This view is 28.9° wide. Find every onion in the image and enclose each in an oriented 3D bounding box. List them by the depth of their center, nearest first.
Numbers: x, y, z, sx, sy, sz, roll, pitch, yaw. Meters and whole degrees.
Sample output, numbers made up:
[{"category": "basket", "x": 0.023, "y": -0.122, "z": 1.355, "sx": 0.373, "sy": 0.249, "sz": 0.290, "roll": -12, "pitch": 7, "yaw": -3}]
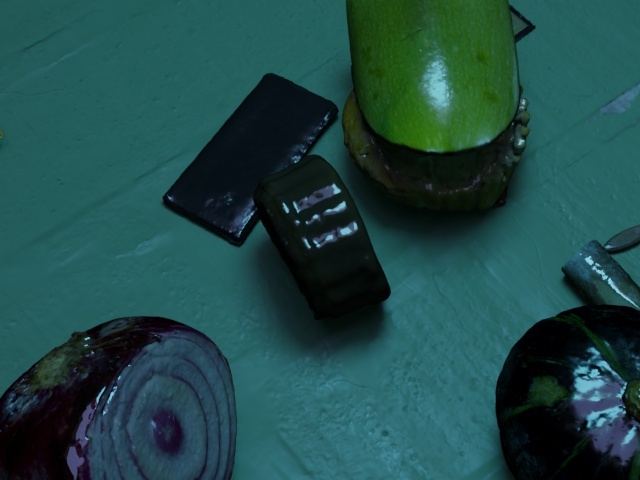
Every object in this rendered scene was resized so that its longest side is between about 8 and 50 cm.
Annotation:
[{"category": "onion", "x": -0.268, "y": 0.254, "z": 1.507, "sx": 0.260, "sy": 0.282, "sz": 0.337, "roll": -11, "pitch": 38, "yaw": 36}]

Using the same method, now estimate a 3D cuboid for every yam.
[{"category": "yam", "x": 0.401, "y": 0.076, "z": 1.685, "sx": 0.068, "sy": 0.068, "sz": 0.169, "roll": -31, "pitch": 61, "yaw": -14}]

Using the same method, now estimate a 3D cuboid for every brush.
[{"category": "brush", "x": 0.483, "y": -0.027, "z": 1.768, "sx": 0.196, "sy": 0.021, "sz": 0.070, "roll": -25, "pitch": 59, "yaw": -11}]

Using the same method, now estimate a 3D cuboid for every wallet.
[{"category": "wallet", "x": -0.101, "y": -0.131, "z": 1.862, "sx": 0.146, "sy": 0.030, "sz": 0.285, "roll": 26, "pitch": 65, "yaw": 22}]

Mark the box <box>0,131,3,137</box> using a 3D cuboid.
[{"category": "box", "x": -0.615, "y": -0.138, "z": 1.894, "sx": 0.247, "sy": 0.033, "sz": 0.129, "roll": -27, "pitch": 60, "yaw": -12}]

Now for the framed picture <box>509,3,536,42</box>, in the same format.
[{"category": "framed picture", "x": 0.210, "y": -0.348, "z": 1.985, "sx": 0.199, "sy": 0.010, "sz": 0.195, "roll": -36, "pitch": 63, "yaw": -17}]

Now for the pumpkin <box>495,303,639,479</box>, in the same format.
[{"category": "pumpkin", "x": 0.363, "y": 0.221, "z": 1.502, "sx": 0.315, "sy": 0.238, "sz": 0.315, "roll": 1, "pitch": 59, "yaw": -2}]

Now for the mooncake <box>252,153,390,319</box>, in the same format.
[{"category": "mooncake", "x": 0.000, "y": 0.000, "z": 1.668, "sx": 0.124, "sy": 0.228, "sz": 0.228, "roll": -25, "pitch": 60, "yaw": -2}]

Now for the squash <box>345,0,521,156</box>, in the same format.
[{"category": "squash", "x": 0.163, "y": -0.228, "z": 1.709, "sx": 0.233, "sy": 0.210, "sz": 0.309, "roll": -6, "pitch": 69, "yaw": -2}]

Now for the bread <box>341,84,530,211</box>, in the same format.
[{"category": "bread", "x": 0.163, "y": -0.149, "z": 1.788, "sx": 0.274, "sy": 0.149, "sz": 0.274, "roll": 0, "pitch": 53, "yaw": 0}]
